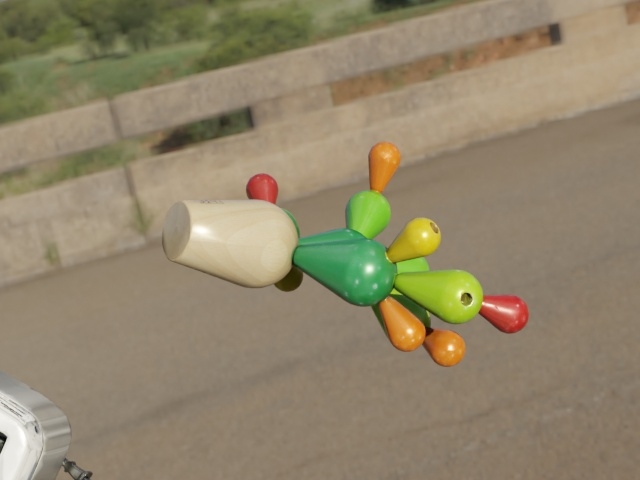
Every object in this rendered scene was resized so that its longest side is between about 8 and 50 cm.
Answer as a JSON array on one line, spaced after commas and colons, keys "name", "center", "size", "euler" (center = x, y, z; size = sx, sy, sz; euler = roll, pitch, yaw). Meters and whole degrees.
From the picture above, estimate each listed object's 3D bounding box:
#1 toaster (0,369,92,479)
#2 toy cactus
[{"name": "toaster", "center": [-0.292, 0.158, 0.934], "size": [0.227, 0.129, 0.146], "euler": [26, -7, -1]}, {"name": "toy cactus", "center": [0.000, 0.000, 0.691], "size": [0.180, 0.112, 0.219], "euler": [10, 17, -35]}]
